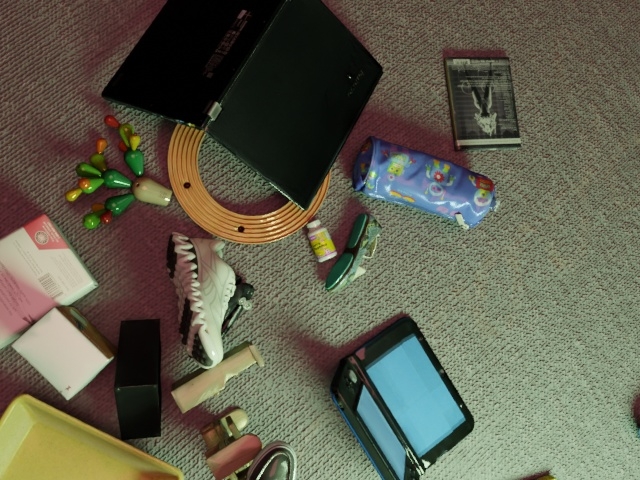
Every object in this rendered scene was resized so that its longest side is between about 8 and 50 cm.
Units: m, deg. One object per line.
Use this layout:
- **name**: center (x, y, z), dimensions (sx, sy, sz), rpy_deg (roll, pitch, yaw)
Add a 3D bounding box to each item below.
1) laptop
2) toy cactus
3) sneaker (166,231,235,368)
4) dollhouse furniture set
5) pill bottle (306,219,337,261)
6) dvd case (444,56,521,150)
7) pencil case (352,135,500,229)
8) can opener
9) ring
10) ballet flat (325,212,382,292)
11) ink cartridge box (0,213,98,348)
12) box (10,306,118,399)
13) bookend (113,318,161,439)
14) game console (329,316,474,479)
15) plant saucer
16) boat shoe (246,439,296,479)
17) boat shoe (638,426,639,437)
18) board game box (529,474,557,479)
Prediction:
- **laptop**: center (-0.145, -0.330, 1.190), dimensions (0.408, 0.236, 0.382), rpy_deg (21, 72, 23)
- **toy cactus**: center (-0.376, -0.119, 1.108), dimensions (0.181, 0.112, 0.219), rpy_deg (20, 71, -20)
- **sneaker**: center (-0.207, 0.098, 1.060), dimensions (0.118, 0.110, 0.292), rpy_deg (1, 47, -26)
- **dollhouse furniture set**: center (-0.138, 0.328, 1.042), dimensions (0.161, 0.212, 0.242), rpy_deg (-29, 92, -14)
- **pill bottle**: center (0.000, 0.000, 1.199), dimensions (0.043, 0.043, 0.083), rpy_deg (-23, 89, -14)
- **dvd case**: center (0.377, -0.318, 1.336), dimensions (0.165, 0.018, 0.221), rpy_deg (-4, 84, -14)
- **pencil case**: center (0.218, -0.116, 1.223), dimensions (0.306, 0.119, 0.133), rpy_deg (18, 64, -9)
- **can opener**: center (-0.195, 0.158, 1.139), dimensions (0.059, 0.073, 0.186), rpy_deg (39, 77, -46)
- **ring**: center (-0.143, -0.158, 1.193), dimensions (0.337, 0.032, 0.336), rpy_deg (1, 83, -12)
- **ballet flat**: center (0.077, 0.035, 1.206), dimensions (0.070, 0.070, 0.188), rpy_deg (29, 81, -8)
- **ink cartridge box**: center (-0.545, 0.079, 1.042), dimensions (0.218, 0.092, 0.158), rpy_deg (-35, 92, -16)
- **box**: center (-0.439, 0.191, 1.012), dimensions (0.091, 0.170, 0.130), rpy_deg (-45, 95, -14)
- **bookend**: center (-0.334, 0.256, 1.069), dimensions (0.072, 0.156, 0.157), rpy_deg (-1, 40, -13)
- **game console**: center (0.175, 0.336, 1.141), dimensions (0.173, 0.250, 0.293), rpy_deg (-32, 91, 12)
- **plant saucer**: center (-0.465, 0.487, 1.019), dimensions (0.333, 0.081, 0.332), rpy_deg (30, 78, -7)
- **boat shoe**: center (-0.099, 0.428, 0.891), dimensions (0.080, 0.076, 0.228), rpy_deg (31, 79, -9)
- **boat shoe**: center (0.818, 0.467, 1.315), dimensions (0.258, 0.109, 0.089), rpy_deg (42, 69, -22)
- **board game box**: center (0.399, 0.597, 1.227), dimensions (0.259, 0.039, 0.124), rpy_deg (-9, 85, -11)
